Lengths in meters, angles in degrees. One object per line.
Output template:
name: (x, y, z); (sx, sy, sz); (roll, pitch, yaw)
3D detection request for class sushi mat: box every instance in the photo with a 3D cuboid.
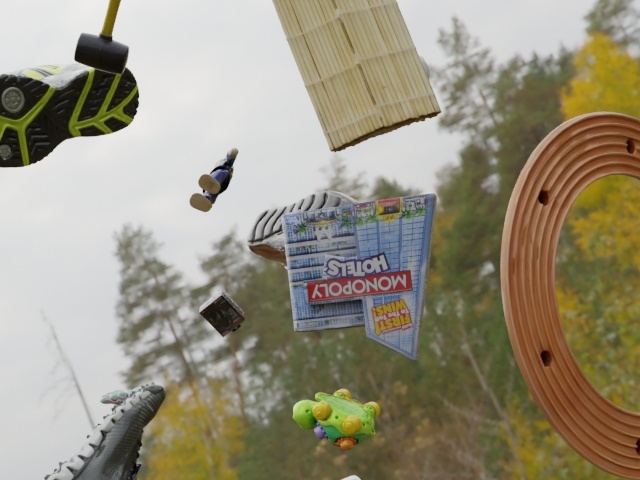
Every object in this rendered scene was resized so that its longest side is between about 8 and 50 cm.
sushi mat: (0.027, -0.274, 1.388); (0.151, 0.316, 0.019); (-19, -12, -8)

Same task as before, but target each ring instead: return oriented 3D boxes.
ring: (0.280, 0.048, 1.022); (0.336, 0.337, 0.032); (-15, 1, -37)

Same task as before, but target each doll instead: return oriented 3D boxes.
doll: (-0.182, -0.110, 1.976); (0.129, 0.046, 0.189); (-62, 2, 17)

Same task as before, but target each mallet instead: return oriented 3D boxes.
mallet: (-0.226, -0.280, 1.283); (0.039, 0.062, 0.190); (-93, 28, -64)

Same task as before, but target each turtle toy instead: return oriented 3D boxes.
turtle toy: (0.020, 0.259, 1.611); (0.095, 0.130, 0.066); (-18, -55, -62)

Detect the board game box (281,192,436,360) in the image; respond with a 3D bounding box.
board game box: (0.055, 0.053, 1.336); (0.194, 0.194, 0.060); (-8, -4, 9)

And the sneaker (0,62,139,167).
sneaker: (-0.464, -0.197, 1.730); (0.147, 0.145, 0.384); (8, 15, 38)

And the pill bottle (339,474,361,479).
pill bottle: (-0.065, 0.474, 1.675); (0.318, 0.176, 0.176); (-20, -12, -16)

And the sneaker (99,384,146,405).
sneaker: (-0.350, 0.306, 2.031); (0.098, 0.069, 0.038); (-9, 4, -15)

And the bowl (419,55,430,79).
bowl: (0.136, -0.274, 2.061); (0.142, 0.053, 0.142); (-13, -30, -52)

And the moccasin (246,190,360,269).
moccasin: (-0.001, 0.003, 2.060); (0.147, 0.139, 0.380); (33, -24, -23)

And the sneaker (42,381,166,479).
sneaker: (-0.274, 0.294, 1.484); (0.234, 0.106, 0.078); (-46, 0, -32)

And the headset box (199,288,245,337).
headset box: (-0.197, 0.152, 2.270); (0.062, 0.083, 0.032); (-38, 18, 11)
